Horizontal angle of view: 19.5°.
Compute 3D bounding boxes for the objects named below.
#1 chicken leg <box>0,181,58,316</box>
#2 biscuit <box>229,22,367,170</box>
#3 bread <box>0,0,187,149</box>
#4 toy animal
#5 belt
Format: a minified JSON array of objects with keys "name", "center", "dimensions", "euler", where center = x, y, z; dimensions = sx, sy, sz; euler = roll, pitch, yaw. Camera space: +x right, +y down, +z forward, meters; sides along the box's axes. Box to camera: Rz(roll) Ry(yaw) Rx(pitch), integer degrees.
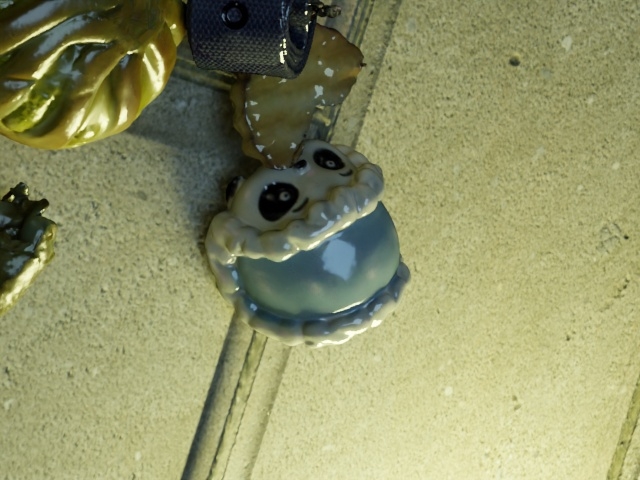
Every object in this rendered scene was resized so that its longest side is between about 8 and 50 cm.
[{"name":"chicken leg","center":[-0.351,0.103,1.697],"dimensions":[0.152,0.201,0.429],"euler":[34,48,-5]},{"name":"biscuit","center":[-0.037,-0.166,1.990],"dimensions":[0.118,0.061,0.183],"euler":[49,64,-17]},{"name":"bread","center":[-0.226,-0.245,1.722],"dimensions":[0.333,0.160,0.333],"euler":[-23,118,-52]},{"name":"toy animal","center":[0.000,0.000,2.014],"dimensions":[0.208,0.156,0.204],"euler":[-34,125,-31]},{"name":"belt","center":[-0.052,-0.232,1.848],"dimensions":[0.230,0.126,0.140],"euler":[-45,141,-78]}]
